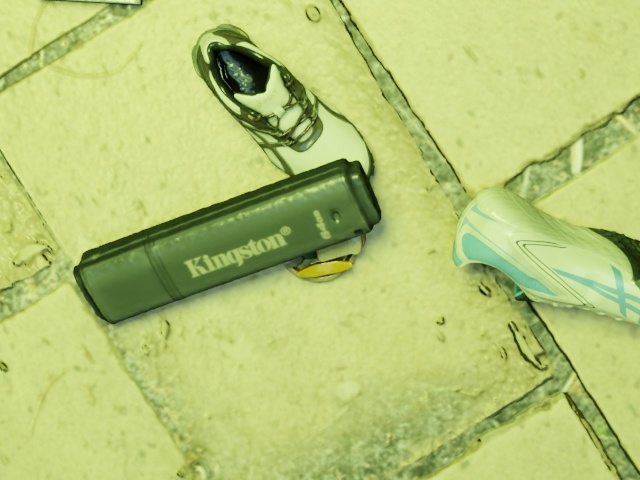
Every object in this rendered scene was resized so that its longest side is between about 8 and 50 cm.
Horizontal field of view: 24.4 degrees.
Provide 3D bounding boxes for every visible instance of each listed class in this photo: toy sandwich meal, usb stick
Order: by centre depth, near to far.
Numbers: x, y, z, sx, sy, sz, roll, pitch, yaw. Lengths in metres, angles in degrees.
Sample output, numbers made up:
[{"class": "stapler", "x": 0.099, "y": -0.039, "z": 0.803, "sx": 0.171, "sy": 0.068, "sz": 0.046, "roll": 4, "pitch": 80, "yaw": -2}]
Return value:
[{"class": "usb stick", "x": -0.084, "y": 0.002, "z": 1.315, "sx": 0.278, "sy": 0.045, "sz": 0.077, "roll": -20, "pitch": 115, "yaw": 10}, {"class": "toy sandwich meal", "x": 0.000, "y": 0.000, "z": 1.341, "sx": 0.086, "sy": 0.029, "sz": 0.085, "roll": 0, "pitch": 96, "yaw": 1}]

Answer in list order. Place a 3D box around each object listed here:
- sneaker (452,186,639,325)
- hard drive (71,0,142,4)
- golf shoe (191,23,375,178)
[{"class": "sneaker", "x": 0.229, "y": 0.030, "z": 1.324, "sx": 0.237, "sy": 0.085, "sz": 0.086, "roll": 25, "pitch": 122, "yaw": -6}, {"class": "hard drive", "x": -0.203, "y": -0.280, "z": 1.316, "sx": 0.094, "sy": 0.022, "sz": 0.135, "roll": 3, "pitch": 96, "yaw": 1}, {"class": "golf shoe", "x": -0.036, "y": -0.109, "z": 1.299, "sx": 0.198, "sy": 0.094, "sz": 0.077, "roll": 39, "pitch": 94, "yaw": -5}]
